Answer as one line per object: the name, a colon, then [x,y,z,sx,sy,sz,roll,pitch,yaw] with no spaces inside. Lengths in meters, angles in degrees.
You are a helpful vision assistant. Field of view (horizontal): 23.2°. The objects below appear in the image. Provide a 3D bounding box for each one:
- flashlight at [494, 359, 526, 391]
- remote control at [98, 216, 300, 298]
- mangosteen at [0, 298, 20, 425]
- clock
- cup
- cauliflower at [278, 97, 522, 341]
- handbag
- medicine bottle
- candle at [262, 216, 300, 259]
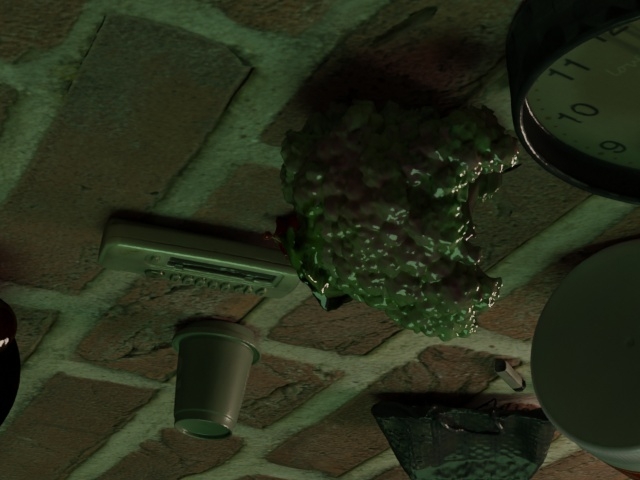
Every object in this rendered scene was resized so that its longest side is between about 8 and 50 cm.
flashlight: [0.259,0.185,2.129,0.018,0.018,0.083,-10,152,23]
remote control: [-0.137,0.020,1.790,0.230,0.049,0.090,11,154,-15]
mangosteen: [-0.486,0.121,1.872,0.275,0.275,0.302,15,117,-24]
clock: [0.352,-0.137,1.350,0.386,0.076,0.386,3,155,1]
cup: [-0.142,0.185,2.044,0.120,0.141,0.120,5,156,2]
cauliflower: [0.095,-0.048,1.462,0.256,0.315,0.239,23,130,34]
handbag: [0.215,0.283,2.285,0.270,0.088,0.175,0,148,9]
medicine bottle: [0.401,0.153,1.760,0.253,0.252,0.241,-13,150,33]
candle: [0.000,0.000,1.729,0.131,0.052,0.052,3,155,4]
